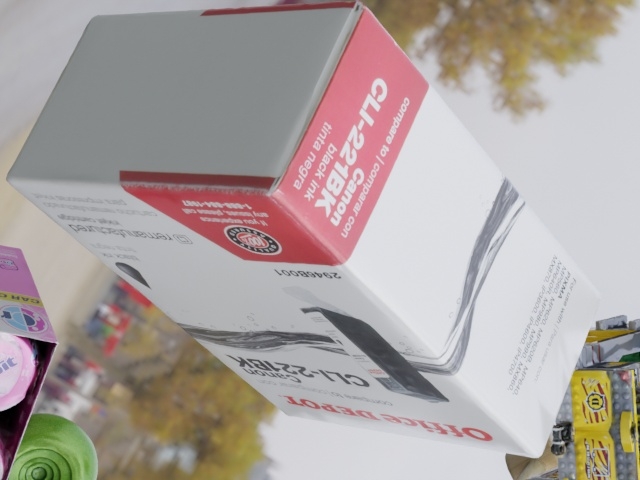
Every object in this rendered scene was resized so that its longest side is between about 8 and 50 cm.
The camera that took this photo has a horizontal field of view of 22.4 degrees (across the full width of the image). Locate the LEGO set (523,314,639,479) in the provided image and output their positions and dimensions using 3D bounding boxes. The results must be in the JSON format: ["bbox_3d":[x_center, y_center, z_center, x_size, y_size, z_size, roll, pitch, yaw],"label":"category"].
[{"bbox_3d":[0.231,0.177,0.973,0.192,0.255,0.331,-7,102,-55],"label":"LEGO set"}]

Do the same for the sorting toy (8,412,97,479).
[{"bbox_3d":[-0.298,0.238,1.659,0.127,0.365,0.126,-31,-160,-5],"label":"sorting toy"}]

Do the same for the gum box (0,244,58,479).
[{"bbox_3d":[-0.222,0.105,0.954,0.188,0.062,0.107,-67,-149,21],"label":"gum box"}]

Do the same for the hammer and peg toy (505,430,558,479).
[{"bbox_3d":[0.246,0.387,1.667,0.127,0.361,0.266,-33,163,23],"label":"hammer and peg toy"}]

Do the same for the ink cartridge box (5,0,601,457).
[{"bbox_3d":[0.000,0.000,0.877,0.197,0.273,0.114,4,-119,41],"label":"ink cartridge box"}]
